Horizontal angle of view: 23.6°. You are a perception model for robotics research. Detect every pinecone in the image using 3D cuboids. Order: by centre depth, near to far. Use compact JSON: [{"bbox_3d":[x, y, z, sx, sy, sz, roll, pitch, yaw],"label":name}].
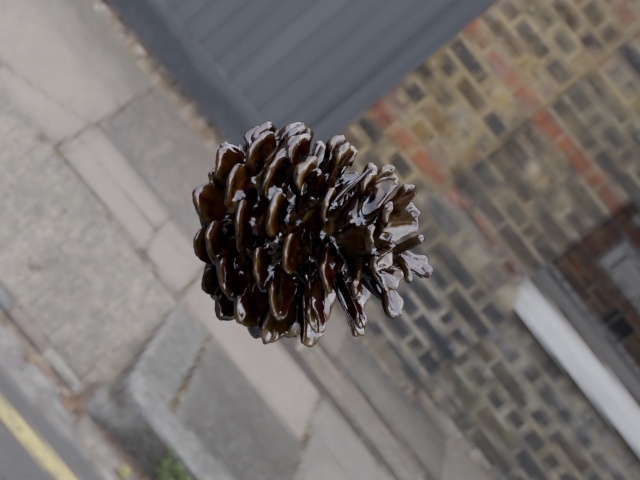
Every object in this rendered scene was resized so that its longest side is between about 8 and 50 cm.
[{"bbox_3d":[0.001,0.000,1.087,0.165,0.163,0.163,12,-9,30],"label":"pinecone"}]
